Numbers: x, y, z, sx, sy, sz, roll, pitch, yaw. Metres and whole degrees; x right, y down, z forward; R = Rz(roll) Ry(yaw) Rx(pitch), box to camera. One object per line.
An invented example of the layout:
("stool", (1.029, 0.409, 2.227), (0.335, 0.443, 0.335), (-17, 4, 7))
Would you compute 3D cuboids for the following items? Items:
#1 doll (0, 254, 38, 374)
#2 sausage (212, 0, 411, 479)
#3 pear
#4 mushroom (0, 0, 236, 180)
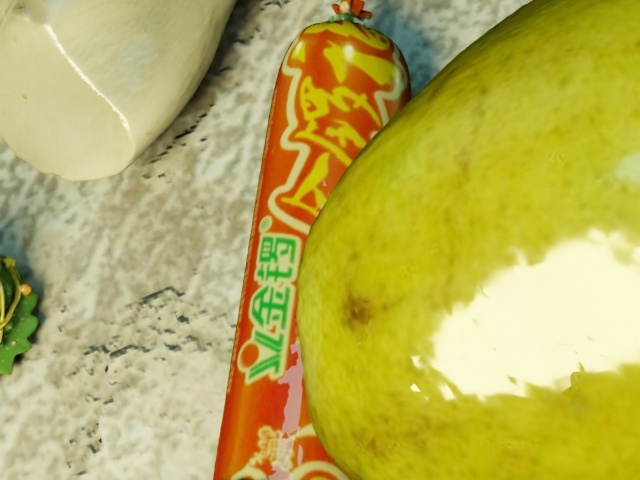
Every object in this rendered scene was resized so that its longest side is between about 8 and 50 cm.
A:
("doll", (-0.200, 0.020, 0.655), (0.077, 0.113, 0.078), (22, 75, 36))
("sausage", (0.000, 0.000, 0.629), (0.083, 0.083, 0.264), (1, 69, 15))
("pear", (0.150, 0.014, 0.492), (0.307, 0.253, 0.253), (-16, 66, 14))
("mushroom", (-0.086, -0.136, 0.702), (0.116, 0.093, 0.225), (35, 71, 9))
